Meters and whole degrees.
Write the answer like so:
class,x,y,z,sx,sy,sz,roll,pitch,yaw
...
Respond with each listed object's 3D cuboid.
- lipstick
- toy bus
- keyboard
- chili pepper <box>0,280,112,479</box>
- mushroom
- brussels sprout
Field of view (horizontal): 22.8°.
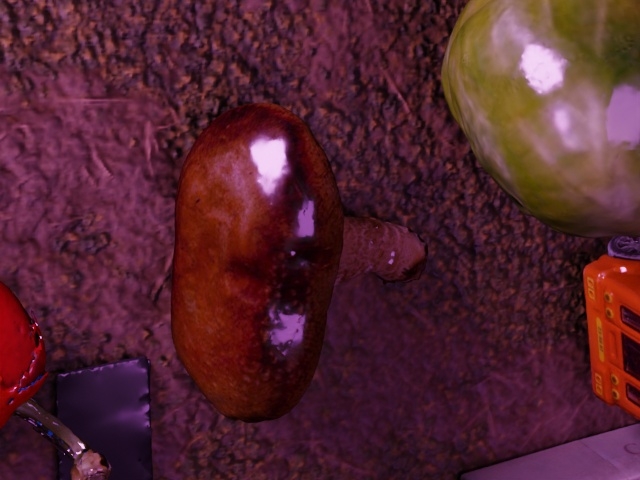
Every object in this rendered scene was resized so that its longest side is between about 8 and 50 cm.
class,x,y,z,sx,sy,sz,roll,pitch,yaw
lipstick,0.297,0.208,1.393,0.371,0.076,0.080,-11,117,-25
toy bus,0.386,0.042,1.327,0.329,0.153,0.143,-19,117,-21
keyboard,-0.160,0.178,1.173,0.074,0.015,0.196,-7,113,-22
chili pepper,-0.276,0.030,0.997,0.110,0.110,0.387,-45,119,-5
mushroom,0.000,0.000,1.135,0.217,0.148,0.227,-16,128,-43
brussels sprout,0.202,-0.106,1.129,0.244,0.244,0.244,-11,115,-24
